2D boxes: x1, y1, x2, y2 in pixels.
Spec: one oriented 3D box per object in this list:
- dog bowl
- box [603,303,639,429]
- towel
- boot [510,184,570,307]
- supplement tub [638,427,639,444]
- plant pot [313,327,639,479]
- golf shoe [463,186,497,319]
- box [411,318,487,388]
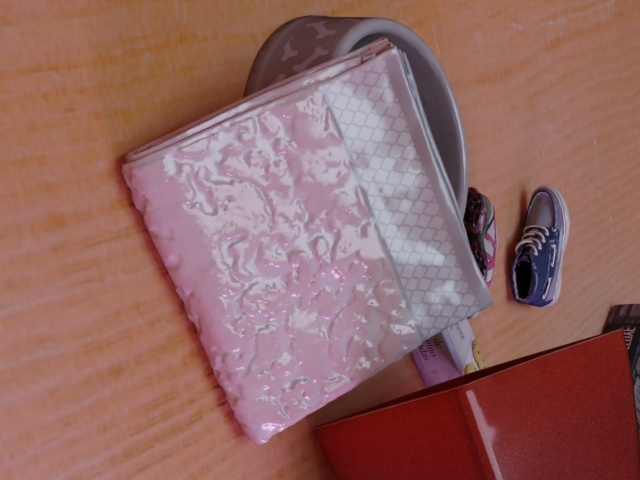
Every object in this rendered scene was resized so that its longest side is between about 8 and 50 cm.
[{"bbox_3d":[0.057,-0.102,1.298,0.348,0.102,0.349,11,76,-52],"label":"dog bowl"},{"bbox_3d":[0.566,0.300,1.919,0.307,0.076,0.242,57,45,-31],"label":"box"},{"bbox_3d":[0.000,0.000,1.132,0.316,0.053,0.332,-28,109,-16],"label":"towel"},{"bbox_3d":[0.329,0.006,1.657,0.086,0.069,0.190,10,79,-54],"label":"boot"},{"bbox_3d":[0.496,0.398,1.734,0.190,0.117,0.117,-48,128,-7],"label":"supplement tub"},{"bbox_3d":[0.197,0.263,1.207,0.267,0.267,0.236,-13,80,-37],"label":"plant pot"},{"bbox_3d":[0.217,0.024,1.514,0.086,0.067,0.186,30,62,-48],"label":"golf shoe"},{"bbox_3d":[0.179,0.177,1.446,0.067,0.063,0.324,-49,123,-44],"label":"box"}]
